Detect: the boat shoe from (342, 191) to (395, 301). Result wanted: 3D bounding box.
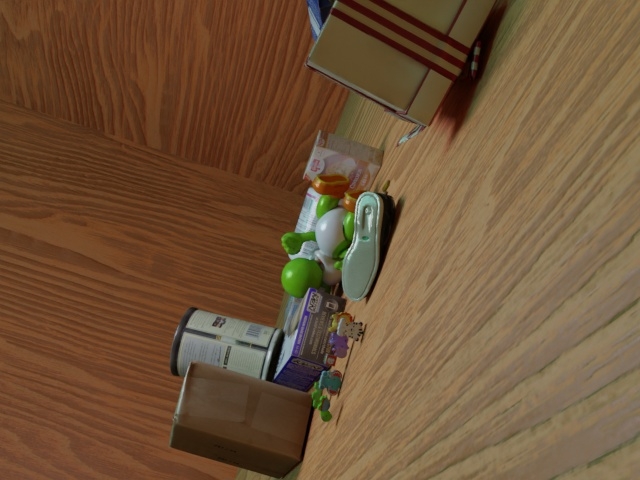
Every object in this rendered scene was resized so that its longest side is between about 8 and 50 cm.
[{"bbox_3d":[0.105,0.015,1.346,0.079,0.084,0.233,-3,-72,-55],"label":"boat shoe"}]

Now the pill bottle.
[{"bbox_3d":[0.000,0.000,1.884,0.160,0.160,0.283,-103,31,-79],"label":"pill bottle"}]

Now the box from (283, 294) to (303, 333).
[{"bbox_3d":[-0.049,0.212,2.002,0.203,0.103,0.114,-89,16,-71],"label":"box"}]

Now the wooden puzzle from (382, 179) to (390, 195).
[{"bbox_3d":[0.137,-0.081,1.533,0.078,0.014,0.116,124,163,-72],"label":"wooden puzzle"}]

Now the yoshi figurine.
[{"bbox_3d":[0.001,0.020,1.686,0.203,0.203,0.362,-95,19,-59],"label":"yoshi figurine"}]

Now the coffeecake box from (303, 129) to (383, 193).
[{"bbox_3d":[0.061,-0.208,1.785,0.142,0.185,0.068,114,172,-52],"label":"coffeecake box"}]

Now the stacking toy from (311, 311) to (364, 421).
[{"bbox_3d":[0.033,0.260,1.355,0.167,0.052,0.221,144,141,-84],"label":"stacking toy"}]

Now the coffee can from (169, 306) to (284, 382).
[{"bbox_3d":[-0.263,0.320,1.847,0.201,0.275,0.201,13,-90,-83],"label":"coffee can"}]

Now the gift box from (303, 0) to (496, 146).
[{"bbox_3d":[0.125,-0.325,1.112,0.276,0.258,0.255,-63,8,15],"label":"gift box"}]

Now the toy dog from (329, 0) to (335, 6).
[{"bbox_3d":[0.164,-0.538,1.646,0.408,0.284,0.395,-157,48,-83],"label":"toy dog"}]

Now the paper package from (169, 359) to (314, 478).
[{"bbox_3d":[-0.210,0.466,1.658,0.309,0.325,0.168,117,168,-58],"label":"paper package"}]

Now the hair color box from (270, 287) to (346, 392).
[{"bbox_3d":[-0.039,0.275,1.710,0.339,0.110,0.185,121,166,-62],"label":"hair color box"}]

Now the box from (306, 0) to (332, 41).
[{"bbox_3d":[0.000,-0.548,1.574,0.225,0.036,0.136,73,175,-58],"label":"box"}]
